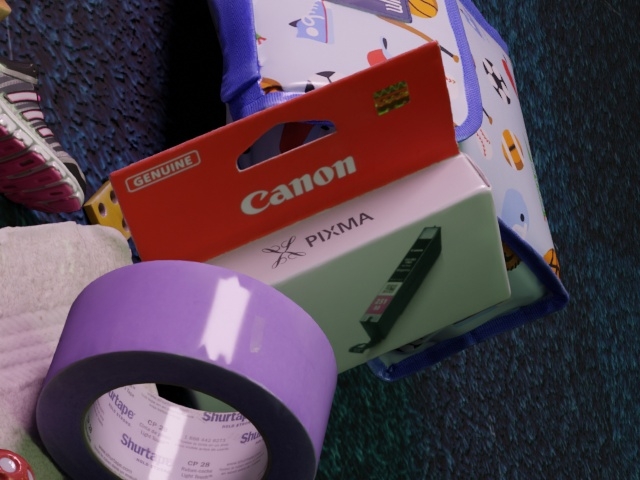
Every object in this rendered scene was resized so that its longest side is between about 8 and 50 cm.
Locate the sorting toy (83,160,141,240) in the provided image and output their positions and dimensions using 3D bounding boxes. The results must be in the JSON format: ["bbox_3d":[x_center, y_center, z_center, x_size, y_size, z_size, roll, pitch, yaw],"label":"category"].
[{"bbox_3d":[-0.098,-0.005,1.608,0.274,0.046,0.132,-8,85,-65],"label":"sorting toy"}]

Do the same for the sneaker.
[{"bbox_3d":[-0.216,-0.088,1.377,0.170,0.063,0.074,49,43,-38],"label":"sneaker"}]

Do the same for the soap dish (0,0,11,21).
[{"bbox_3d":[-0.331,-0.108,0.973,0.291,0.229,0.118,16,48,-62],"label":"soap dish"}]

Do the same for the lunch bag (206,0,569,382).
[{"bbox_3d":[0.035,-0.121,1.700,0.385,0.239,0.328,43,28,-42],"label":"lunch bag"}]

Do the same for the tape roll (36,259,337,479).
[{"bbox_3d":[-0.087,0.105,1.296,0.189,0.189,0.080,56,34,-38],"label":"tape roll"}]

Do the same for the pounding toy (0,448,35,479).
[{"bbox_3d":[-0.238,0.103,1.136,0.183,0.110,0.236,5,77,-52],"label":"pounding toy"}]

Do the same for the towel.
[{"bbox_3d":[-0.194,0.084,1.358,0.282,0.049,0.187,-8,85,-65],"label":"towel"}]

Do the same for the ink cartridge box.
[{"bbox_3d":[0.000,0.000,1.498,0.060,0.275,0.239,-121,-169,-45],"label":"ink cartridge box"}]
